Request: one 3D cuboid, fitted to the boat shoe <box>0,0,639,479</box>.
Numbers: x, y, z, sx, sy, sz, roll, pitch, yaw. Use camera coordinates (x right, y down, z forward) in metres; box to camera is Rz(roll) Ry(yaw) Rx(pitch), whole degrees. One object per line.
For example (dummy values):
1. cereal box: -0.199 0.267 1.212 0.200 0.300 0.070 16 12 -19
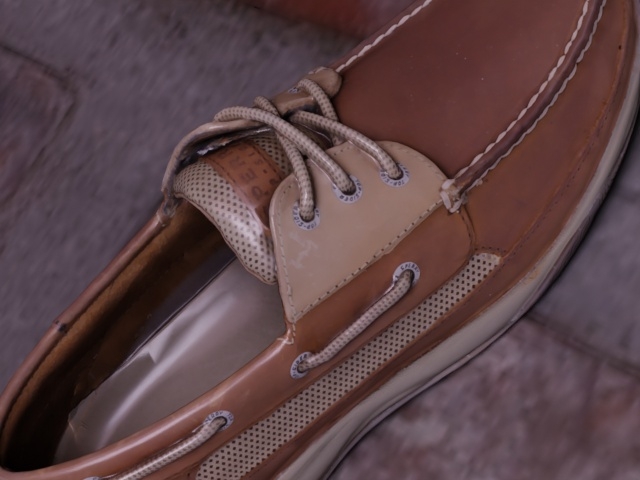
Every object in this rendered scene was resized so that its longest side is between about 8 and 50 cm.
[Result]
1. boat shoe: 0.000 0.000 0.639 0.324 0.116 0.123 -51 51 -3
